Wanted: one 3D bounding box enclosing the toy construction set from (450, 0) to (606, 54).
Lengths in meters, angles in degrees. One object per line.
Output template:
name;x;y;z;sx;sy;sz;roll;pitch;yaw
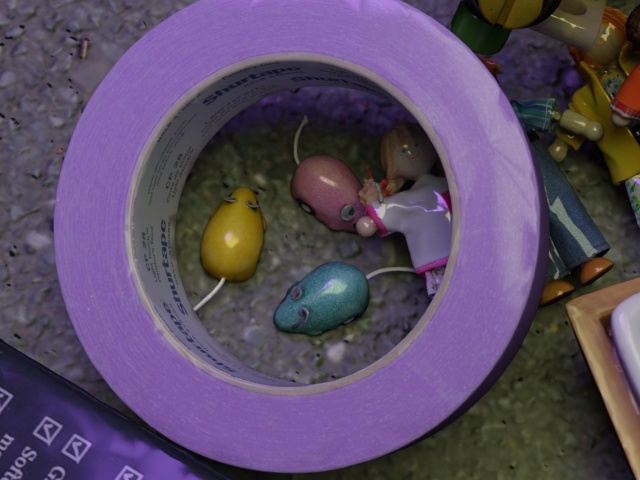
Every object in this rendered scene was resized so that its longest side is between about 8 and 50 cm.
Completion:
toy construction set;0.172;-0.229;0.941;0.309;0.237;0.257;3;38;-20

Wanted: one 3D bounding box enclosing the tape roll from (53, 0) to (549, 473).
tape roll;-0.009;-0.007;0.940;0.275;0.090;0.274;-1;86;12

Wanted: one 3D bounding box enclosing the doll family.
doll family;0.149;-0.055;1.021;0.263;0.118;0.163;-26;80;6

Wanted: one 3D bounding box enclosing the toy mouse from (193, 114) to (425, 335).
toy mouse;0.000;0.000;1.017;0.143;0.031;0.161;17;70;2

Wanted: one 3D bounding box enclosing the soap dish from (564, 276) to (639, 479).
soap dish;0.293;0.141;0.944;0.229;0.118;0.290;-17;72;-10

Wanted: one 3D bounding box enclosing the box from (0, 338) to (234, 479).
box;-0.075;0.280;0.770;0.395;0.212;0.293;28;70;23
